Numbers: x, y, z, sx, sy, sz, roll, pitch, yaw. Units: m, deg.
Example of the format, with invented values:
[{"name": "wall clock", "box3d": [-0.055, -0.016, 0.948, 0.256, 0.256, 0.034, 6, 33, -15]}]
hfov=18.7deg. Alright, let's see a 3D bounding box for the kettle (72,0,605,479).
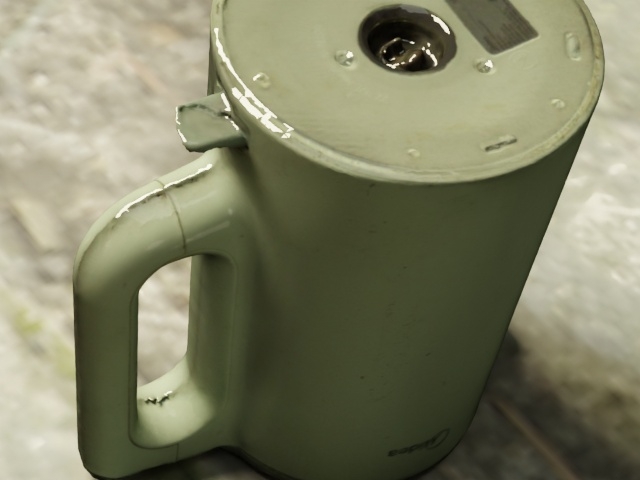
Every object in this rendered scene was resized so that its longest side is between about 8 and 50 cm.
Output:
[{"name": "kettle", "box3d": [0.006, 0.002, 0.522, 0.098, 0.148, 0.127, 28, 51, 13]}]
